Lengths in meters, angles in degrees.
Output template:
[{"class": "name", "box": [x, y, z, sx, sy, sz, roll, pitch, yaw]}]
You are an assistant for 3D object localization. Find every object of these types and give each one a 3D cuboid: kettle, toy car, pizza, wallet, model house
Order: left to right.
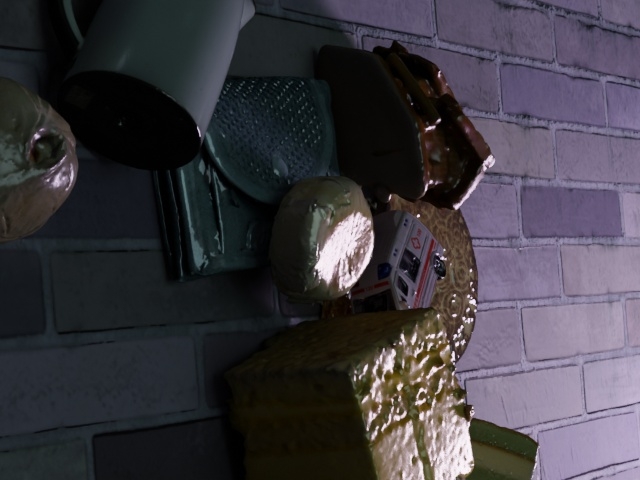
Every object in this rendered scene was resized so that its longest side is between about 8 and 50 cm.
[{"class": "kettle", "box": [-0.195, -0.230, 1.695, 0.221, 0.161, 0.236, 28, 58, -14]}, {"class": "wallet", "box": [-0.070, -0.085, 1.907, 0.342, 0.075, 0.237, -9, 90, -54]}, {"class": "pizza", "box": [0.043, 0.085, 2.065, 0.178, 0.041, 0.131, -24, 103, -54]}, {"class": "toy car", "box": [0.090, 0.061, 2.023, 0.108, 0.089, 0.210, 52, 38, -31]}, {"class": "model house", "box": [0.125, -0.157, 2.099, 0.229, 0.199, 0.220, -8, 104, -51]}]

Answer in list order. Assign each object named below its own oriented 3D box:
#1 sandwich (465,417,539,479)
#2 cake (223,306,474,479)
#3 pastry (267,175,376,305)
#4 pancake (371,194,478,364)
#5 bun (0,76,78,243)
[{"class": "sandwich", "box": [0.240, 0.361, 2.327, 0.187, 0.144, 0.117, 97, 11, -57]}, {"class": "cake", "box": [0.040, 0.249, 1.877, 0.222, 0.227, 0.286, -27, 105, -51]}, {"class": "pastry", "box": [0.000, 0.000, 1.870, 0.166, 0.088, 0.166, -25, 121, -50]}, {"class": "pancake", "box": [0.151, 0.042, 2.236, 0.288, 0.033, 0.286, 34, 59, -47]}, {"class": "bun", "box": [-0.308, -0.079, 1.528, 0.173, 0.113, 0.167, -33, 111, -50]}]
